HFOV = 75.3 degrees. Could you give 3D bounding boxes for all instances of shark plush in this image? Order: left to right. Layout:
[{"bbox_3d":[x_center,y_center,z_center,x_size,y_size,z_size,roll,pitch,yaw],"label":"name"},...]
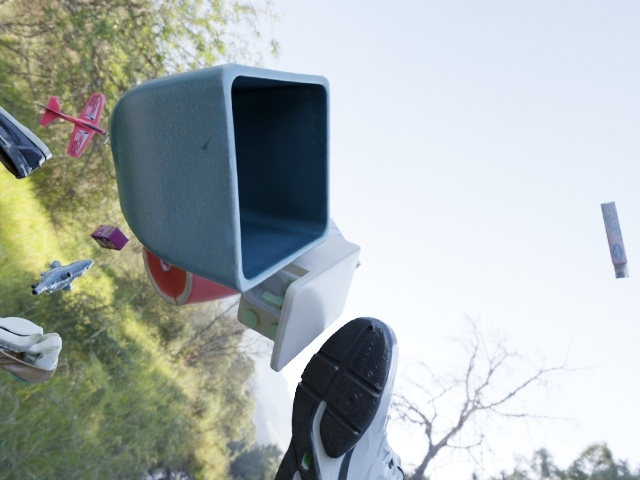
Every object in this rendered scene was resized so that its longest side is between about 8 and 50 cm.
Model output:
[{"bbox_3d":[-0.543,0.070,0.860,0.161,0.067,0.073,-35,106,-86],"label":"shark plush"}]

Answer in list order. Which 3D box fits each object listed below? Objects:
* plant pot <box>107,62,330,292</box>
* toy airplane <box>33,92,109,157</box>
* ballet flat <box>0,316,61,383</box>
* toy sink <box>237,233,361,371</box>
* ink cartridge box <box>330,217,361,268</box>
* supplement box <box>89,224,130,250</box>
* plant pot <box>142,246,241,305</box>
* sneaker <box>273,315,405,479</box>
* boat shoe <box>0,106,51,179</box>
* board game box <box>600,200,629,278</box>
[{"bbox_3d":[-0.149,-0.102,0.590,0.252,0.248,0.247,8,-70,25],"label":"plant pot"},{"bbox_3d":[-0.522,-0.251,0.878,0.028,0.151,0.151,-1,-67,67],"label":"toy airplane"},{"bbox_3d":[-0.713,0.252,0.993,0.116,0.124,0.342,59,-10,34],"label":"ballet flat"},{"bbox_3d":[-0.050,0.082,0.704,0.131,0.234,0.153,23,-65,22],"label":"toy sink"},{"bbox_3d":[0.000,0.000,0.934,0.061,0.104,0.181,-48,-124,28],"label":"ink cartridge box"},{"bbox_3d":[-0.563,-0.007,1.108,0.083,0.043,0.055,6,-41,31],"label":"supplement box"},{"bbox_3d":[-0.262,0.024,0.985,0.274,0.243,0.275,14,-68,37],"label":"plant pot"},{"bbox_3d":[0.077,0.365,0.813,0.169,0.257,0.448,25,-85,45],"label":"sneaker"},{"bbox_3d":[-0.591,-0.209,0.715,0.084,0.079,0.233,5,-37,42],"label":"boat shoe"},{"bbox_3d":[0.423,0.002,0.595,0.020,0.090,0.090,-12,-114,35],"label":"board game box"}]
